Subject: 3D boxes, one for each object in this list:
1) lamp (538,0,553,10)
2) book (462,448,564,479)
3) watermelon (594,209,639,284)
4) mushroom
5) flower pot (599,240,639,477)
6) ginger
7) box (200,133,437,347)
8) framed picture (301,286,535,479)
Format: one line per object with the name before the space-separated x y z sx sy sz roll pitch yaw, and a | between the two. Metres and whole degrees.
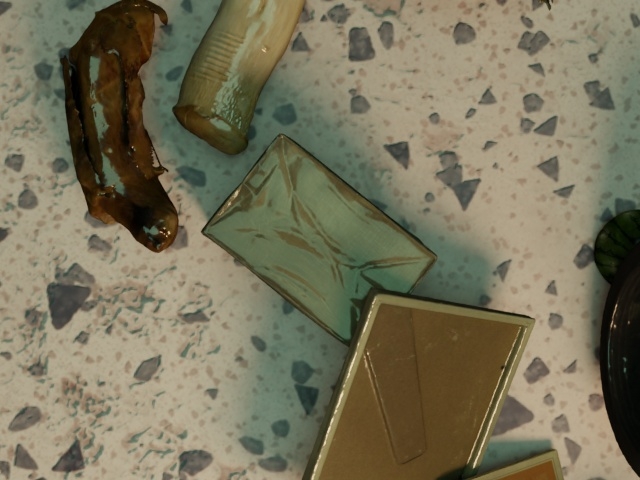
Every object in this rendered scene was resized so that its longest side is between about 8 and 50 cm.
lamp | 0.193 -0.376 1.195 0.250 0.250 0.284 -28 72 -1
book | 0.245 0.394 1.310 0.170 0.018 0.242 -13 92 -20
watermelon | 0.392 0.016 1.310 0.105 0.062 0.106 0 100 1
mushroom | -0.085 -0.278 1.280 0.122 0.095 0.351 16 89 16
flower pot | 0.528 0.141 1.208 0.330 0.293 0.294 3 91 -15
ginger | -0.239 -0.136 1.271 0.133 0.107 0.309 -4 88 1
box | 0.000 0.000 1.257 0.231 0.149 0.155 39 91 -3
framed picture | 0.104 0.219 1.244 0.240 0.020 0.324 10 105 -30
